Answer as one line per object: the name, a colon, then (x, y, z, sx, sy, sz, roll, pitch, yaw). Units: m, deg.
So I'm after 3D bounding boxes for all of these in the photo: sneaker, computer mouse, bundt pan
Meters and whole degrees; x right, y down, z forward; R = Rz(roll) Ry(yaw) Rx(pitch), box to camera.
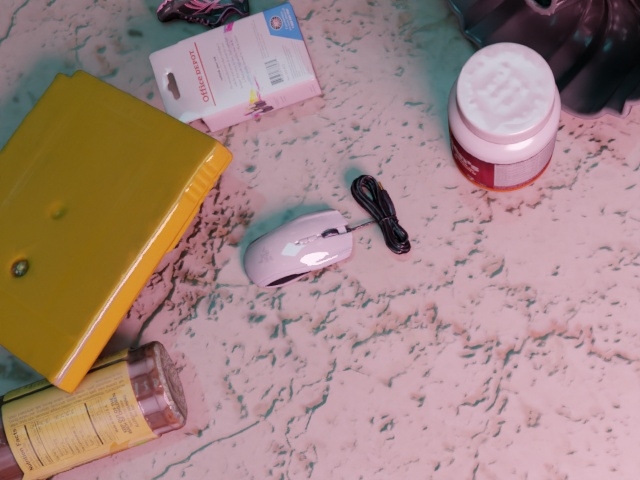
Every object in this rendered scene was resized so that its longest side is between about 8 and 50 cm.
sneaker: (-0.142, -0.281, 1.574, 0.119, 0.047, 0.057, -16, 89, 5)
computer mouse: (0.000, 0.000, 1.497, 0.193, 0.042, 0.106, -23, 78, 2)
bundt pan: (0.274, -0.298, 1.393, 0.124, 0.331, 0.331, -40, 76, -21)

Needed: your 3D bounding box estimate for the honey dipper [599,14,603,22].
honey dipper: (0.316, -0.288, 1.523, 0.030, 0.030, 0.160, -31, 81, 0)

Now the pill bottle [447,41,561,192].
pill bottle: (0.200, -0.133, 1.405, 0.121, 0.221, 0.121, -1, 79, 7)

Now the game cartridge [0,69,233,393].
game cartridge: (-0.290, -0.024, 1.486, 0.285, 0.052, 0.323, 29, 80, 34)

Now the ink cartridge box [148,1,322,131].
ink cartridge box: (-0.102, -0.200, 1.540, 0.181, 0.061, 0.104, -19, 77, 3)

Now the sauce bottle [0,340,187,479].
sauce bottle: (-0.326, 0.217, 1.464, 0.344, 0.111, 0.111, -19, 77, 5)
